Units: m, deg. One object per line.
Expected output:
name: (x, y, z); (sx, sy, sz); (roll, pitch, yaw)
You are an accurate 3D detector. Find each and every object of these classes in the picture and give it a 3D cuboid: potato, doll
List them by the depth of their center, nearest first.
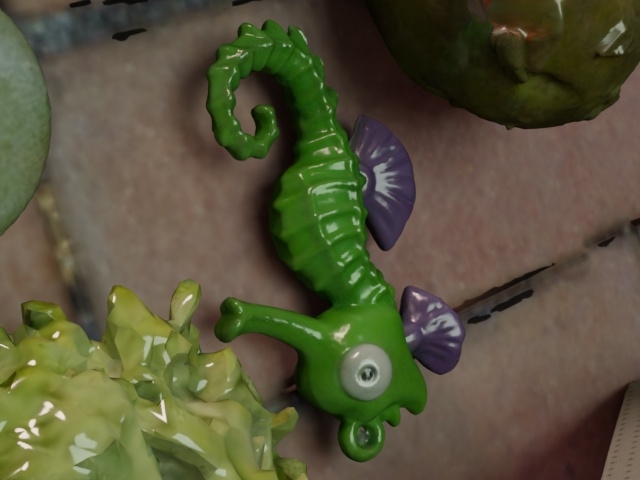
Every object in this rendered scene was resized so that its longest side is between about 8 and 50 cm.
doll: (0.000, 0.000, 0.525); (0.115, 0.050, 0.190); (-14, 91, -43)
potato: (0.088, -0.195, 0.550); (0.176, 0.141, 0.298); (10, 79, -67)

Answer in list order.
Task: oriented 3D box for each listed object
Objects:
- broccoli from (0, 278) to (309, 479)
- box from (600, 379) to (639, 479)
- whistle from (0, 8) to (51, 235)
broccoli: (-0.022, 0.147, 0.291); (0.353, 0.397, 0.275); (23, 63, 10)
box: (0.179, 0.189, 0.506); (0.330, 0.095, 0.210); (-27, 103, -71)
whistle: (-0.138, -0.085, 0.403); (0.104, 0.057, 0.198); (-4, 104, -32)
